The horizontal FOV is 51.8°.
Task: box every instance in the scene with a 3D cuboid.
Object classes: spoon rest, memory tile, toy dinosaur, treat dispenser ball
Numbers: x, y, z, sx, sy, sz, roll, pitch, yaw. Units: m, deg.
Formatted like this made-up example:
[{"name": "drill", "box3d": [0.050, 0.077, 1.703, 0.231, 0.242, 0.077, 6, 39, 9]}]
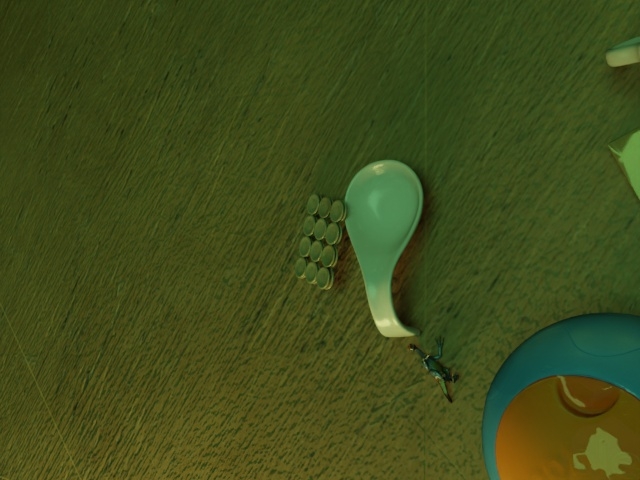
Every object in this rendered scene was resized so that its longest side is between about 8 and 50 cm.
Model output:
[{"name": "spoon rest", "box3d": [0.102, 0.010, 1.010, 0.137, 0.084, 0.276, -10, 81, 31]}, {"name": "memory tile", "box3d": [0.000, 0.000, 1.085, 0.113, 0.012, 0.148, 19, 98, 57]}, {"name": "toy dinosaur", "box3d": [0.162, 0.189, 0.987, 0.082, 0.047, 0.090, 22, 107, 48]}, {"name": "treat dispenser ball", "box3d": [0.329, 0.226, 0.742, 0.288, 0.288, 0.288, -3, 84, 30]}]

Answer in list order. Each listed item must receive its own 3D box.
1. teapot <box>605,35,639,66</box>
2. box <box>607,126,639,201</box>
[{"name": "teapot", "box3d": [0.501, -0.258, 0.747, 0.256, 0.187, 0.252, 35, 126, 17]}, {"name": "box", "box3d": [0.488, -0.078, 0.832, 0.164, 0.021, 0.201, -30, 72, 24]}]
